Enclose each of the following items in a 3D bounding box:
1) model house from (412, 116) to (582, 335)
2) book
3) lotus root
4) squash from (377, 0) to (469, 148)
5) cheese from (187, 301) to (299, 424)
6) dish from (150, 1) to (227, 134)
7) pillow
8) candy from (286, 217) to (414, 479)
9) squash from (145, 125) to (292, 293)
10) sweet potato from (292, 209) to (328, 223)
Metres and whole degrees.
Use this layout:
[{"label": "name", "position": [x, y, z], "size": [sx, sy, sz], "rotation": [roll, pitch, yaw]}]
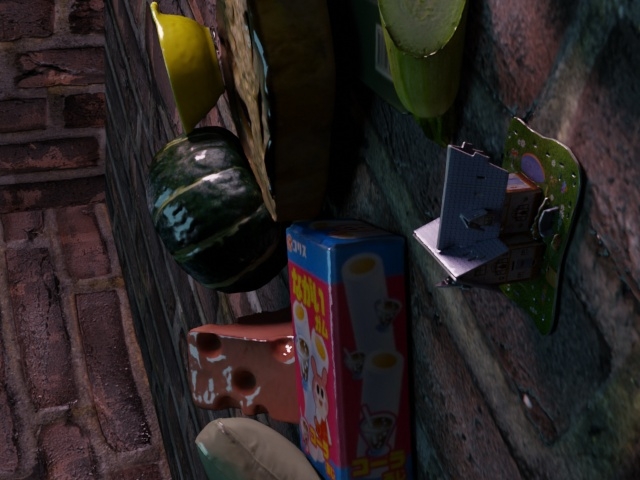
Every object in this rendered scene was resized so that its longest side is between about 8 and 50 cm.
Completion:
[{"label": "model house", "position": [0.140, -0.009, 0.794], "size": [0.117, 0.088, 0.167], "rotation": [-124, 32, -53]}, {"label": "book", "position": [0.055, -0.344, 0.986], "size": [0.260, 0.043, 0.371], "rotation": [-129, 34, -57]}, {"label": "lotus root", "position": [-0.059, -0.210, 1.216], "size": [0.390, 0.111, 0.375], "rotation": [-150, 54, -76]}, {"label": "squash", "position": [0.099, -0.175, 0.877], "size": [0.075, 0.090, 0.200], "rotation": [-115, 17, -69]}, {"label": "cheese", "position": [-0.050, 0.170, 1.297], "size": [0.177, 0.203, 0.128], "rotation": [13, 108, 55]}, {"label": "dish", "position": [-0.180, -0.252, 1.349], "size": [0.149, 0.080, 0.207], "rotation": [103, 153, -77]}, {"label": "pillow", "position": [-0.056, 0.334, 1.268], "size": [0.255, 0.120, 0.322], "rotation": [43, 170, 4]}, {"label": "candy", "position": [0.035, 0.134, 1.142], "size": [0.157, 0.100, 0.305], "rotation": [-153, 57, -69]}, {"label": "squash", "position": [-0.143, -0.042, 1.395], "size": [0.252, 0.165, 0.252], "rotation": [53, -166, -19]}, {"label": "sweet potato", "position": [0.000, 0.000, 1.273], "size": [0.117, 0.049, 0.049], "rotation": [60, 152, 34]}]
